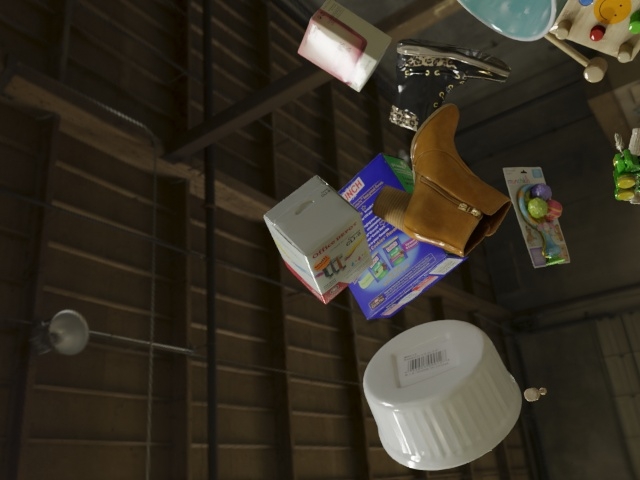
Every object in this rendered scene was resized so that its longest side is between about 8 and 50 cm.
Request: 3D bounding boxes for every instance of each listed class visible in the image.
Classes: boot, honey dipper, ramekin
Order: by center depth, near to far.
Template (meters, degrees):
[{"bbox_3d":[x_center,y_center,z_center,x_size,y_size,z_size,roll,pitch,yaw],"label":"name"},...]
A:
[{"bbox_3d":[0.251,-0.111,1.080,0.295,0.211,0.104,-54,-31,-19],"label":"boot"},{"bbox_3d":[0.213,0.269,1.098,0.135,0.277,0.277,63,-148,-19],"label":"ramekin"},{"bbox_3d":[0.543,0.380,1.486,0.160,0.030,0.031,16,-120,-56],"label":"honey dipper"},{"bbox_3d":[0.413,-0.497,1.983,0.138,0.377,0.284,-55,-22,-58],"label":"boot"}]

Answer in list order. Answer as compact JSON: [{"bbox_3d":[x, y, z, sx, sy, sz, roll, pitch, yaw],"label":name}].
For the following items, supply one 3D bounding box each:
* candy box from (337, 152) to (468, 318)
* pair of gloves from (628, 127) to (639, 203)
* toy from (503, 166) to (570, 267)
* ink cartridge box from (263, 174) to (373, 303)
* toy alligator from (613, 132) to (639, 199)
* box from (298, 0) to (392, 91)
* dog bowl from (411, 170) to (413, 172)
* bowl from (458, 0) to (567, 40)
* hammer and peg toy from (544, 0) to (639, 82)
[{"bbox_3d":[0.161,-0.010,1.475,0.122,0.268,0.317,6,-131,-52],"label":"candy box"},{"bbox_3d":[0.929,-0.184,1.601,0.042,0.240,0.204,-58,-17,-78],"label":"pair of gloves"},{"bbox_3d":[0.508,-0.062,1.348,0.136,0.056,0.238,-5,-101,-34],"label":"toy"},{"bbox_3d":[0.000,0.000,1.086,0.127,0.128,0.176,43,165,33],"label":"ink cartridge box"},{"bbox_3d":[0.543,-0.127,1.039,0.190,0.051,0.056,52,-143,-52],"label":"toy alligator"},{"bbox_3d":[0.072,-0.592,1.809,0.232,0.149,0.127,32,-123,-2],"label":"box"},{"bbox_3d":[0.311,-0.107,2.105,0.104,0.264,0.265,23,-126,-46],"label":"dog bowl"},{"bbox_3d":[0.284,-0.468,0.871,0.311,0.163,0.311,48,-177,-4],"label":"bowl"},{"bbox_3d":[0.781,-0.608,1.666,0.265,0.361,0.127,25,-126,7],"label":"hammer and peg toy"}]
